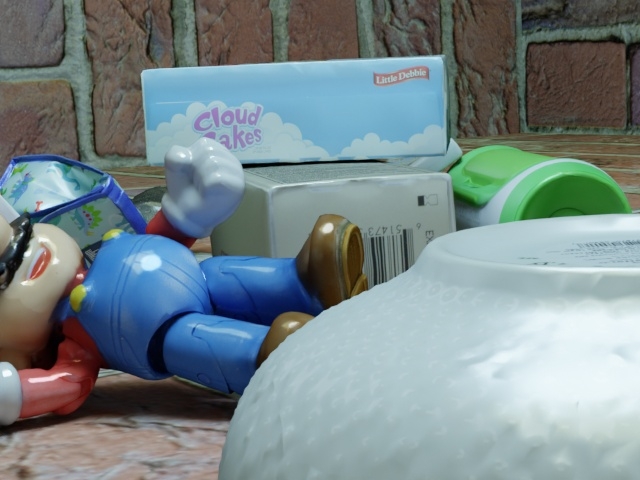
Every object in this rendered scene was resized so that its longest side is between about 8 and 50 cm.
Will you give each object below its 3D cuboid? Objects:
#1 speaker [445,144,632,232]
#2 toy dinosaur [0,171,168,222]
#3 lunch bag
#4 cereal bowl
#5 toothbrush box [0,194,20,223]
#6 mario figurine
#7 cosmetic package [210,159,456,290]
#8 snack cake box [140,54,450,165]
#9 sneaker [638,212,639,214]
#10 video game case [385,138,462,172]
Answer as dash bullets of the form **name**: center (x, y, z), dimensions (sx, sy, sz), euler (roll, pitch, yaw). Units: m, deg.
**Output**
- **speaker**: center (0.193, -0.023, 1.301), dimensions (0.131, 0.131, 0.296), euler (-4, 7, -7)
- **toy dinosaur**: center (-0.218, -0.020, 1.616), dimensions (0.313, 0.121, 0.160), euler (3, 20, 10)
- **lunch bag**: center (-0.217, -0.009, 1.281), dimensions (0.151, 0.129, 0.096), euler (-1, 51, 34)
- **cereal bowl**: center (0.122, 0.068, 0.552), dimensions (0.339, 0.141, 0.339), euler (-4, 8, 0)
- **toothbrush box**: center (-0.347, -0.025, 1.113), dimensions (0.122, 0.206, 0.283), euler (-46, 23, -16)
- **mario figurine**: center (-0.143, 0.027, 0.876), dimensions (0.320, 0.170, 0.198), euler (1, 10, 18)
- **cosmetic package**: center (0.000, 0.000, 1.182), dimensions (0.153, 0.129, 0.296), euler (-6, 8, -12)
- **snack cake box**: center (-0.016, -0.119, 1.260), dimensions (0.264, 0.089, 0.152), euler (-2, 9, 7)
- **sneaker**: center (0.393, -0.007, 1.285), dimensions (0.223, 0.083, 0.098), euler (-6, 13, -32)
- **video game case**: center (0.053, -0.046, 1.499), dimensions (0.206, 0.026, 0.227), euler (-37, 6, 3)
